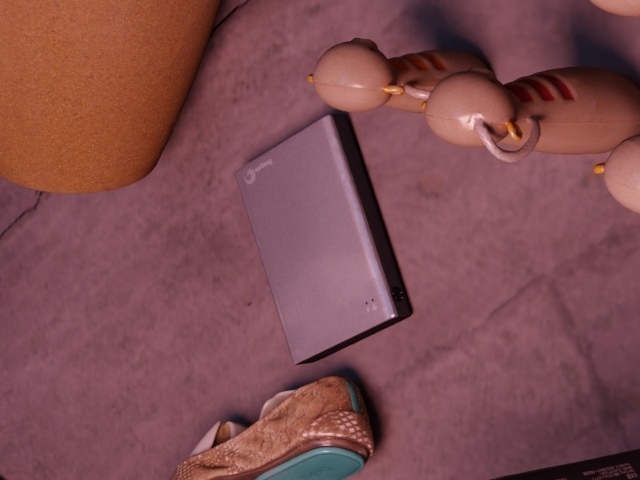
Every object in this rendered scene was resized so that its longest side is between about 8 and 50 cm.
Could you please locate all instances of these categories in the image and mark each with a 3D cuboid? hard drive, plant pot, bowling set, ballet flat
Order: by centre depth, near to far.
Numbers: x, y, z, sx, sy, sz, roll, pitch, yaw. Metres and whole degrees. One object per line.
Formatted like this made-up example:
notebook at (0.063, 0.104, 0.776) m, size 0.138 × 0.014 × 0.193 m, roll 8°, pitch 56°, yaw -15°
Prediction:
bowling set at (0.124, -0.130, 0.898) m, size 0.287 × 0.154 × 0.200 m, roll 17°, pitch 104°, yaw 41°
hard drive at (0.000, 0.000, 1.112) m, size 0.094 × 0.022 × 0.135 m, roll -29°, pitch 73°, yaw 41°
plant pot at (-0.161, -0.168, 1.134) m, size 0.237 × 0.237 × 0.254 m, roll 30°, pitch 126°, yaw 38°
ballet flat at (-0.040, 0.142, 1.141) m, size 0.206 × 0.073 × 0.067 m, roll -28°, pitch 46°, yaw 38°

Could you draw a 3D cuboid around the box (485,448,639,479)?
box at (0.108, 0.179, 0.853) m, size 0.216 × 0.270 × 0.060 m, roll -46°, pitch 62°, yaw 34°
